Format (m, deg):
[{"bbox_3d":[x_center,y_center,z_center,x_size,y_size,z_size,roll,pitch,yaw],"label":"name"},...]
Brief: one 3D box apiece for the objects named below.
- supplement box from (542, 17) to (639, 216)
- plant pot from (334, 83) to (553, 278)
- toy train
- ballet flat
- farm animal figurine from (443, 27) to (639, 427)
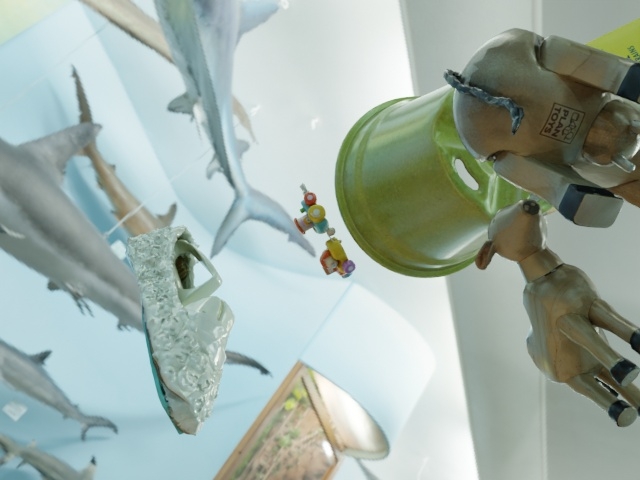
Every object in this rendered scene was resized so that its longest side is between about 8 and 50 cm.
[{"bbox_3d":[0.472,-0.207,1.103,0.194,0.356,0.195,69,10,23],"label":"supplement box"},{"bbox_3d":[0.182,-0.095,0.830,0.276,0.276,0.254,42,-14,-6],"label":"plant pot"},{"bbox_3d":[0.000,0.000,0.947,0.166,0.046,0.125,61,-5,-18],"label":"toy train"},{"bbox_3d":[-0.206,0.097,0.957,0.409,0.147,0.147,57,-11,48],"label":"ballet flat"},{"bbox_3d":[0.208,-0.053,0.455,0.327,0.330,0.172,24,15,-35],"label":"farm animal figurine"}]
